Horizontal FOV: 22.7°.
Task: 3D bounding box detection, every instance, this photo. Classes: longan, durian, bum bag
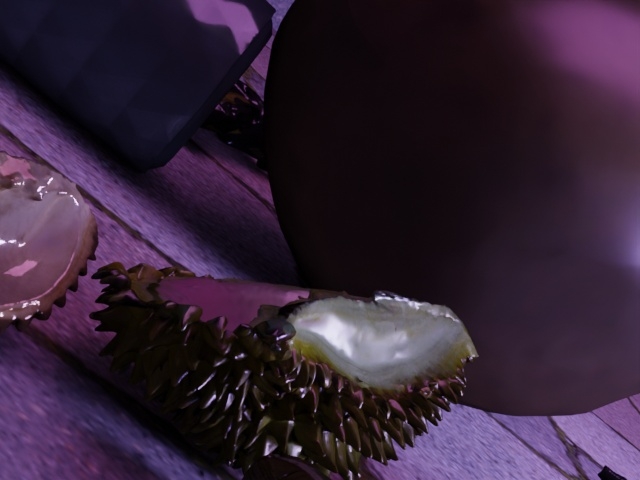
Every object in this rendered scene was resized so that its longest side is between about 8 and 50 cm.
[{"bbox_3d":[0.138,-0.053,1.129,0.404,0.336,0.404,35,27,-21],"label":"longan"},{"bbox_3d":[-0.132,0.002,0.601,0.130,0.066,0.052,15,26,-50],"label":"durian"},{"bbox_3d":[-0.023,0.060,0.704,0.137,0.095,0.221,6,-7,27],"label":"durian"},{"bbox_3d":[-0.086,-0.114,1.380,0.107,0.060,0.232,35,4,21],"label":"bum bag"}]

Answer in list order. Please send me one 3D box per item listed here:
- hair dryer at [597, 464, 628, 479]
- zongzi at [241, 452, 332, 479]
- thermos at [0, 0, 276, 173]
[{"bbox_3d":[0.299,0.255,1.295,0.195,0.050,0.173,39,7,15],"label":"hair dryer"},{"bbox_3d":[-0.019,0.119,0.587,0.113,0.052,0.104,9,23,-50],"label":"zongzi"},{"bbox_3d":[-0.182,-0.180,1.063,0.286,0.145,0.182,39,-23,-7],"label":"thermos"}]
